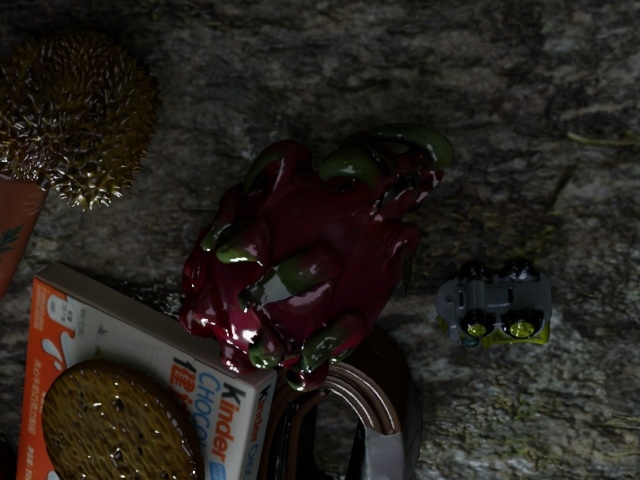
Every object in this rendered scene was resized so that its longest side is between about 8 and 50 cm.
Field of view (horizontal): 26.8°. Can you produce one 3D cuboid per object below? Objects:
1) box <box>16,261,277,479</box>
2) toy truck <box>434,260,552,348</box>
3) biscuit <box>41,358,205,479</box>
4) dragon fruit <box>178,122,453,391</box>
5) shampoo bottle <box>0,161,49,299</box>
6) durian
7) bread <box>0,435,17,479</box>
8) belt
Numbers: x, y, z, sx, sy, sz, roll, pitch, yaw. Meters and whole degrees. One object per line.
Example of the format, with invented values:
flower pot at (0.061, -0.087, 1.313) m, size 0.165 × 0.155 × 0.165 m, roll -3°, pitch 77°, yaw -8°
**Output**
box at (-0.182, 0.191, 1.331) m, size 0.265 × 0.048 × 0.273 m, roll 23°, pitch 120°, yaw 21°
toy truck at (0.163, 0.071, 1.273) m, size 0.111 × 0.076 × 0.077 m, roll -4°, pitch 138°, yaw 10°
biscuit at (-0.189, 0.200, 1.292) m, size 0.188 × 0.027 × 0.188 m, roll 12°, pitch 117°, yaw 25°
dragon fruit at (-0.008, -0.001, 1.183) m, size 0.218 × 0.198 × 0.273 m, roll 25°, pitch 98°, yaw -53°
shampoo bottle at (-0.326, 0.012, 1.288) m, size 0.085 × 0.085 × 0.244 m, roll 23°, pitch 119°, yaw -6°
durian at (-0.218, -0.110, 1.167) m, size 0.158 × 0.168 × 0.137 m, roll 19°, pitch 152°, yaw 0°
bread at (-0.403, 0.258, 1.435) m, size 0.160 × 0.073 × 0.160 m, roll 4°, pitch 122°, yaw 6°
belt at (0.007, 0.205, 1.342) m, size 0.184 × 0.105 × 0.261 m, roll 7°, pitch 116°, yaw 6°
